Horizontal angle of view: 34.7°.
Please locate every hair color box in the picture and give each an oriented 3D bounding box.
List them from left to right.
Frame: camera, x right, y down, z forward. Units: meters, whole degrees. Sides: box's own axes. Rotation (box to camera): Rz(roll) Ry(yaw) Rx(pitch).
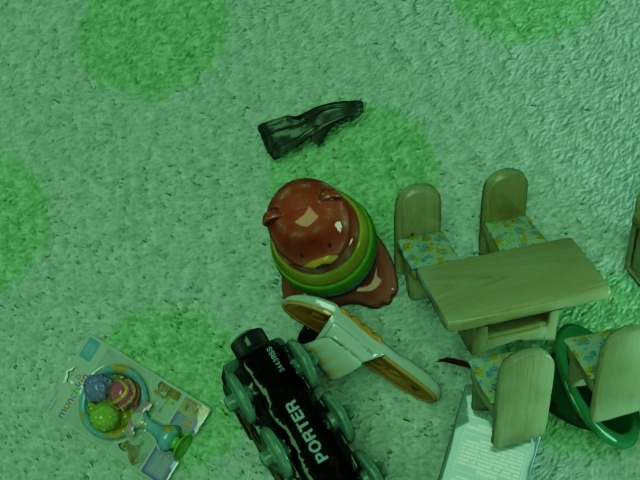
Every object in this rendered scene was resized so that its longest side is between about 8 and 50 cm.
[{"bbox_3d":[0.192,0.391,1.342,0.113,0.185,0.375,16,78,13],"label":"hair color box"}]

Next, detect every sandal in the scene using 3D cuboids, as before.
[{"bbox_3d":[0.051,0.169,1.430,0.265,0.102,0.076,35,65,-7],"label":"sandal"}]

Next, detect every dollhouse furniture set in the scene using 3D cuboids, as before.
[{"bbox_3d":[0.327,0.008,1.312,0.394,0.257,0.362,-11,37,-11],"label":"dollhouse furniture set"}]

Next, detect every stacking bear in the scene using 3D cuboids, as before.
[{"bbox_3d":[0.000,0.000,1.425,0.175,0.289,0.164,-13,73,6],"label":"stacking bear"}]

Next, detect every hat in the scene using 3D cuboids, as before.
[{"bbox_3d":[0.314,0.225,1.439,0.183,0.173,0.209,-36,62,35],"label":"hat"}]

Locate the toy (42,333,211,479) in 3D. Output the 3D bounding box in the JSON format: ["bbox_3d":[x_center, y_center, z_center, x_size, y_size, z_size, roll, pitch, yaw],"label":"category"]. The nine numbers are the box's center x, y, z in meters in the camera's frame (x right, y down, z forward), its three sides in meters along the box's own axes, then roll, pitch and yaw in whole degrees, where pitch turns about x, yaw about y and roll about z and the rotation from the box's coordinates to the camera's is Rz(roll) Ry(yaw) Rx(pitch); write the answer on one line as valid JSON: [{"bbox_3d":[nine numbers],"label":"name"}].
[{"bbox_3d":[-0.298,0.248,1.530,0.237,0.056,0.137,29,80,15],"label":"toy"}]

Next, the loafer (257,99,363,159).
[{"bbox_3d":[-0.010,-0.176,1.602,0.170,0.062,0.061,-16,95,8],"label":"loafer"}]

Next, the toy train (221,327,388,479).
[{"bbox_3d":[-0.025,0.278,1.407,0.142,0.190,0.334,-28,74,-16],"label":"toy train"}]
